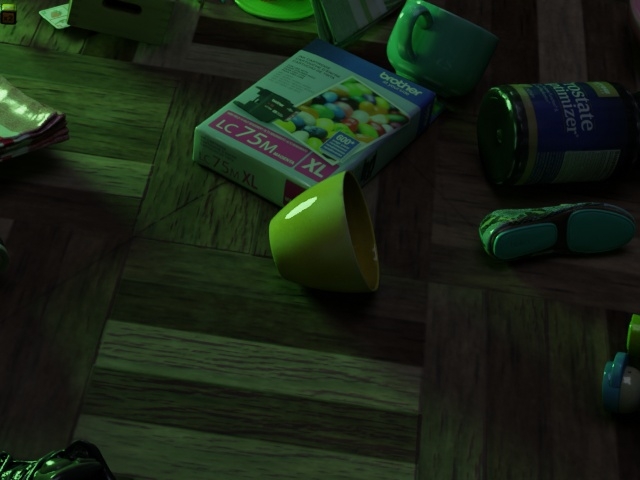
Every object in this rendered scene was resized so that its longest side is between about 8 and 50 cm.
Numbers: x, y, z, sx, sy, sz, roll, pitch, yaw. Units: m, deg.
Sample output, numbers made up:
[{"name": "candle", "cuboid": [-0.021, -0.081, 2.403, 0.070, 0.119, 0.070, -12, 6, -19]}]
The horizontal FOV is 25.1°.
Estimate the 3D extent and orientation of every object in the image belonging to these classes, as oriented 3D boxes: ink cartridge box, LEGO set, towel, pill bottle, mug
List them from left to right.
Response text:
[{"name": "towel", "cuboid": [-0.483, -0.126, 1.629, 0.329, 0.037, 0.237, -23, 38, -35]}, {"name": "LEGO set", "cuboid": [-0.350, -0.359, 1.941, 0.244, 0.060, 0.182, -24, 50, -36]}, {"name": "ink cartridge box", "cuboid": [0.009, -0.151, 1.767, 0.186, 0.065, 0.311, 28, 43, 21]}, {"name": "towel", "cuboid": [0.065, -0.430, 1.980, 0.038, 0.248, 0.325, -2, 28, 41]}, {"name": "mug", "cuboid": [0.139, -0.246, 1.839, 0.158, 0.097, 0.129, 22, 8, -25]}, {"name": "pill bottle", "cuboid": [0.311, -0.131, 1.745, 0.219, 0.123, 0.123, -4, 42, -17]}]

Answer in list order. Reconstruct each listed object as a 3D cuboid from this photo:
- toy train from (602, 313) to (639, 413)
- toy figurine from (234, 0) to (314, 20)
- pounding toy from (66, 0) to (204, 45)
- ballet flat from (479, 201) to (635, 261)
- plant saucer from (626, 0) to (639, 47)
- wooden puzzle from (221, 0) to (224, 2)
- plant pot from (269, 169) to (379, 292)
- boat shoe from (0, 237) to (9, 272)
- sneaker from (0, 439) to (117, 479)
[{"name": "toy train", "cuboid": [0.390, 0.105, 1.520, 0.143, 0.105, 0.248, 8, 39, 20]}, {"name": "toy figurine", "cuboid": [-0.030, -0.402, 1.969, 0.173, 0.159, 0.130, -3, 42, -14]}, {"name": "pounding toy", "cuboid": [-0.231, -0.367, 1.916, 0.181, 0.094, 0.206, 11, 48, -14]}, {"name": "ballet flat", "cuboid": [0.270, -0.018, 1.660, 0.188, 0.070, 0.070, -3, 42, -18]}, {"name": "plant saucer", "cuboid": [0.582, -0.274, 1.988, 0.332, 0.084, 0.332, 5, 42, -4]}, {"name": "wooden puzzle", "cuboid": [-0.175, -0.368, 2.016, 0.116, 0.014, 0.078, 19, 42, 11]}, {"name": "plant pot", "cuboid": [0.000, 0.000, 1.556, 0.095, 0.134, 0.134, -13, 39, 13]}, {"name": "boat shoe", "cuboid": [-0.439, 0.007, 1.489, 0.228, 0.081, 0.068, -4, 46, -10]}, {"name": "sneaker", "cuboid": [-0.255, 0.211, 1.256, 0.227, 0.130, 0.087, 25, 42, 21]}]
